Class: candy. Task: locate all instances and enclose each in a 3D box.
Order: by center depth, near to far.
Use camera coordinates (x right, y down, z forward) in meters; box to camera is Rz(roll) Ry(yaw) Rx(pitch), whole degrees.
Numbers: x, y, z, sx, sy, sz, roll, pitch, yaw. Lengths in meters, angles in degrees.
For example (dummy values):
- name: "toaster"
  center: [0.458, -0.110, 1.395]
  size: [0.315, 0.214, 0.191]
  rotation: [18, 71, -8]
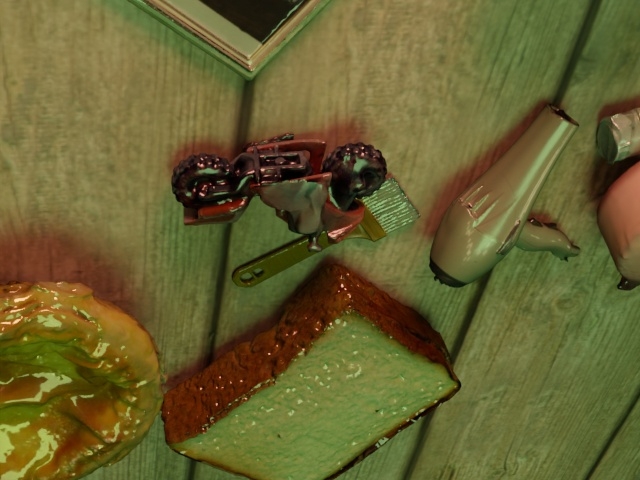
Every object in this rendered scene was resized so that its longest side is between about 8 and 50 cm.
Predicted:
- name: "candy"
  center: [0.427, -0.036, 1.137]
  size: [0.255, 0.094, 0.255]
  rotation: [-13, 154, -6]

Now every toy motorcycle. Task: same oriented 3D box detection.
- name: "toy motorcycle"
  center: [-0.040, -0.042, 1.022]
  size: [0.213, 0.084, 0.118]
  rotation: [-4, 137, -4]

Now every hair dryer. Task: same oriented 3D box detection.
- name: "hair dryer"
  center: [0.240, -0.050, 1.125]
  size: [0.225, 0.088, 0.219]
  rotation: [-7, 133, -31]

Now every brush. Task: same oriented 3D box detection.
- name: "brush"
  center: [0.000, 0.000, 1.129]
  size: [0.218, 0.010, 0.082]
  rotation: [-27, 137, 10]

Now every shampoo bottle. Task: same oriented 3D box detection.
- name: "shampoo bottle"
  center: [0.408, -0.129, 1.107]
  size: [0.212, 0.049, 0.072]
  rotation: [-13, 150, -5]

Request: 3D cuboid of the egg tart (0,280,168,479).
- name: "egg tart"
  center: [-0.332, 0.146, 1.075]
  size: [0.341, 0.132, 0.341]
  rotation: [-9, 137, -9]

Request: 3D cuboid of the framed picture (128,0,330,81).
- name: "framed picture"
  center: [-0.086, -0.270, 0.821]
  size: [0.293, 0.018, 0.231]
  rotation: [29, 120, -38]

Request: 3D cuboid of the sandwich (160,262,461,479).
- name: "sandwich"
  center: [0.000, 0.181, 1.249]
  size: [0.301, 0.099, 0.271]
  rotation: [-39, 138, 16]
